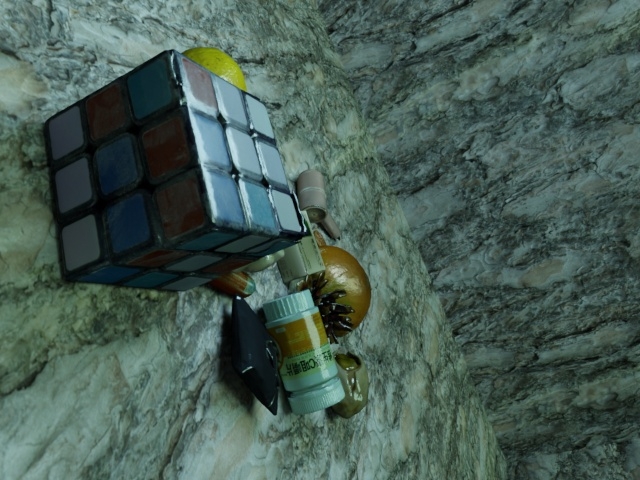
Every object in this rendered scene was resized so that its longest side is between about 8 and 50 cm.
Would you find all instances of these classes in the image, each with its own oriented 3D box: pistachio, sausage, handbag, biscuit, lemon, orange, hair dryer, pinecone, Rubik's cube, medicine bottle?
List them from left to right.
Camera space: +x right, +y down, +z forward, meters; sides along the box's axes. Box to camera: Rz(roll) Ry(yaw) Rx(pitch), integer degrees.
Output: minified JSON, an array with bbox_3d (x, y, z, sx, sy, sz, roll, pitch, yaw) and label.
[{"bbox_3d":[-0.291,-0.109,1.179,0.363,0.358,0.362,8,65,-63],"label":"Rubik's cube"},{"bbox_3d":[-0.305,-0.377,1.538,0.228,0.228,0.254,29,50,-58],"label":"lemon"},{"bbox_3d":[-0.244,0.092,1.473,0.264,0.083,0.083,41,35,-53],"label":"sausage"},{"bbox_3d":[-0.162,0.285,1.454,0.254,0.088,0.211,-105,171,-49],"label":"handbag"},{"bbox_3d":[-0.051,0.304,1.619,0.158,0.158,0.318,-8,80,-68],"label":"medicine bottle"},{"bbox_3d":[0.000,0.000,2.202,0.091,0.015,0.078,53,28,-36],"label":"biscuit"},{"bbox_3d":[0.009,-0.104,2.242,0.344,0.106,0.189,56,22,-51],"label":"hair dryer"},{"bbox_3d":[0.008,0.220,1.789,0.202,0.201,0.229,-26,129,-28],"label":"pinecone"},{"bbox_3d":[0.056,0.181,2.082,0.274,0.274,0.310,5,98,-66],"label":"orange"},{"bbox_3d":[0.082,0.452,1.852,0.137,0.153,0.238,13,46,-16],"label":"pistachio"}]

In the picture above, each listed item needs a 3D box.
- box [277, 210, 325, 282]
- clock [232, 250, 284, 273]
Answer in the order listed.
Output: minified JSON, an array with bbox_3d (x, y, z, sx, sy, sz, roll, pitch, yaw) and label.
[{"bbox_3d":[-0.081,0.017,1.895,0.212,0.095,0.168,71,19,2],"label":"box"},{"bbox_3d":[-0.217,-0.045,1.530,0.284,0.114,0.309,55,7,14],"label":"clock"}]
